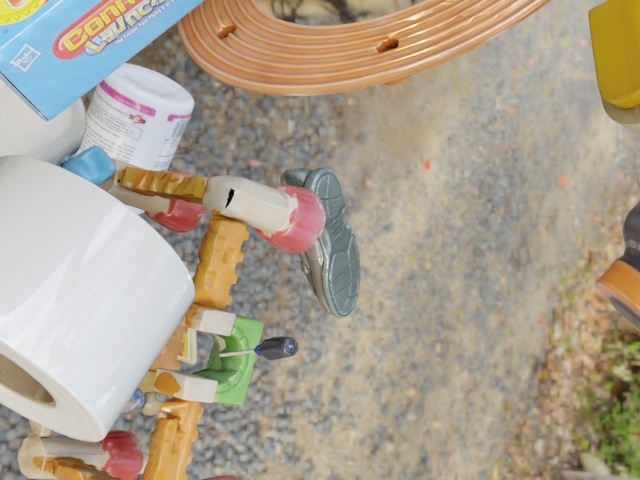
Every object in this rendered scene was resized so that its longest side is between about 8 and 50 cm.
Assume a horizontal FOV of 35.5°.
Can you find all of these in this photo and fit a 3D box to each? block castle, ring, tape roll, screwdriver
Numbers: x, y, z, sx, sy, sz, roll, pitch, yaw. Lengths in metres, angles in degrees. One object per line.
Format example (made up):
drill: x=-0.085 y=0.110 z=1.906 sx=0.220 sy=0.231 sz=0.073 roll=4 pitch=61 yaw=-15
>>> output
block castle: x=-0.182 y=0.131 z=1.281 sx=0.213 sy=0.303 sz=0.453 roll=19 pitch=83 yaw=-50
ring: x=0.052 y=-0.215 z=0.713 sx=0.032 sy=0.337 sz=0.336 roll=60 pitch=41 yaw=-43
tape roll: x=-0.267 y=0.059 z=0.972 sx=0.169 sy=0.246 sz=0.246 roll=-59 pitch=139 yaw=-27
screwdriver: x=-0.072 y=0.116 z=1.031 sx=0.024 sy=0.170 sz=0.025 roll=51 pitch=57 yaw=-13

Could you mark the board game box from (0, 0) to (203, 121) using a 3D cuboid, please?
board game box: x=-0.165 y=-0.291 z=0.702 sx=0.308 sy=0.302 sz=0.086 roll=-40 pitch=157 yaw=-4

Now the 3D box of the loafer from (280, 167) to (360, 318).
loafer: x=0.000 y=0.000 z=1.595 sx=0.096 sy=0.084 sz=0.267 roll=-39 pitch=130 yaw=-40

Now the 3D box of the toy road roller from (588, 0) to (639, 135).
toy road roller: x=0.502 y=-0.304 z=1.319 sx=0.203 sy=0.241 sz=0.329 roll=17 pitch=66 yaw=-40

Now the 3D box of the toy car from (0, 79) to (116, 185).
toy car: x=-0.406 y=-0.101 z=1.206 sx=0.210 sy=0.238 sz=0.219 roll=-39 pitch=97 yaw=-34

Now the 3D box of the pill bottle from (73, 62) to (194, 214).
pill bottle: x=-0.338 y=-0.144 z=1.698 sx=0.160 sy=0.160 sz=0.283 roll=-11 pitch=132 yaw=-60

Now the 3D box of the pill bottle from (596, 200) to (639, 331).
pill bottle: x=0.349 y=-0.020 z=0.843 sx=0.245 sy=0.130 sz=0.130 roll=-46 pitch=141 yaw=0

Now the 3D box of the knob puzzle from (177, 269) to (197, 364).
knob puzzle: x=-0.288 y=0.104 z=1.611 sx=0.030 sy=0.213 sz=0.213 roll=-40 pitch=123 yaw=-52
